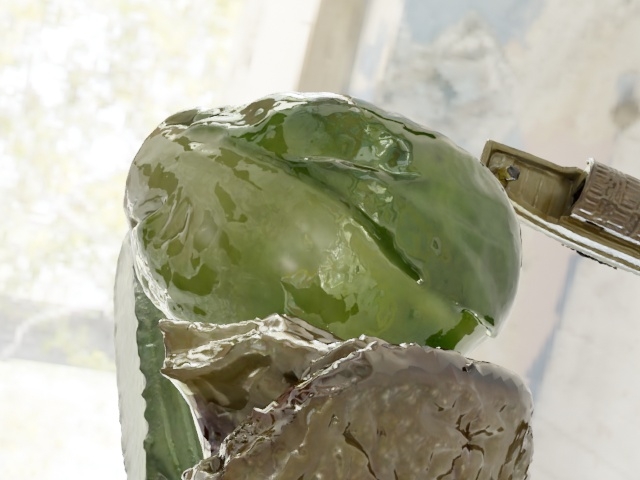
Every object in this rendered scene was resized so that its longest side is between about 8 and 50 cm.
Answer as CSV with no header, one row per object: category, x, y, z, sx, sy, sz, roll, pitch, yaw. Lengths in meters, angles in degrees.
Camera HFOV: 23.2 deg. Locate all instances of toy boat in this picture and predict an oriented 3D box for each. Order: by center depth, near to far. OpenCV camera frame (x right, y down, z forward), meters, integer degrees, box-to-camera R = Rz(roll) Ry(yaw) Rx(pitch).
toy boat,-0.085,0.075,0.901,0.293,0.055,0.093,-104,-155,-49
toy boat,0.236,-0.027,1.306,0.088,0.226,0.068,124,-12,-62

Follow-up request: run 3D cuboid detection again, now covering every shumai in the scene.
shumai,0.008,0.084,0.495,0.105,0.139,0.123,25,-69,62

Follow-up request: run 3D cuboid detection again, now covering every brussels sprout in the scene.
brussels sprout,0.001,0.001,0.691,0.145,0.183,0.131,-118,-133,-82
